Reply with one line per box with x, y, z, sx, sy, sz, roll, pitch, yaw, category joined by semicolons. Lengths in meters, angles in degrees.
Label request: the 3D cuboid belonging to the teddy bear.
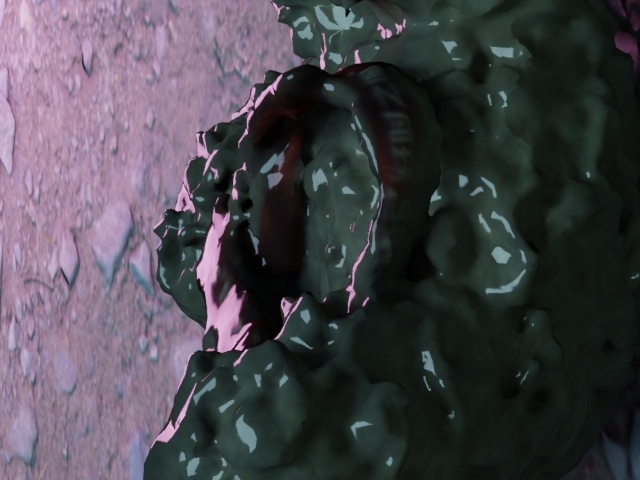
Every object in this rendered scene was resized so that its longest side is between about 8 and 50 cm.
0.000;0.000;0.837;0.367;0.225;0.357;-23;57;62;teddy bear
